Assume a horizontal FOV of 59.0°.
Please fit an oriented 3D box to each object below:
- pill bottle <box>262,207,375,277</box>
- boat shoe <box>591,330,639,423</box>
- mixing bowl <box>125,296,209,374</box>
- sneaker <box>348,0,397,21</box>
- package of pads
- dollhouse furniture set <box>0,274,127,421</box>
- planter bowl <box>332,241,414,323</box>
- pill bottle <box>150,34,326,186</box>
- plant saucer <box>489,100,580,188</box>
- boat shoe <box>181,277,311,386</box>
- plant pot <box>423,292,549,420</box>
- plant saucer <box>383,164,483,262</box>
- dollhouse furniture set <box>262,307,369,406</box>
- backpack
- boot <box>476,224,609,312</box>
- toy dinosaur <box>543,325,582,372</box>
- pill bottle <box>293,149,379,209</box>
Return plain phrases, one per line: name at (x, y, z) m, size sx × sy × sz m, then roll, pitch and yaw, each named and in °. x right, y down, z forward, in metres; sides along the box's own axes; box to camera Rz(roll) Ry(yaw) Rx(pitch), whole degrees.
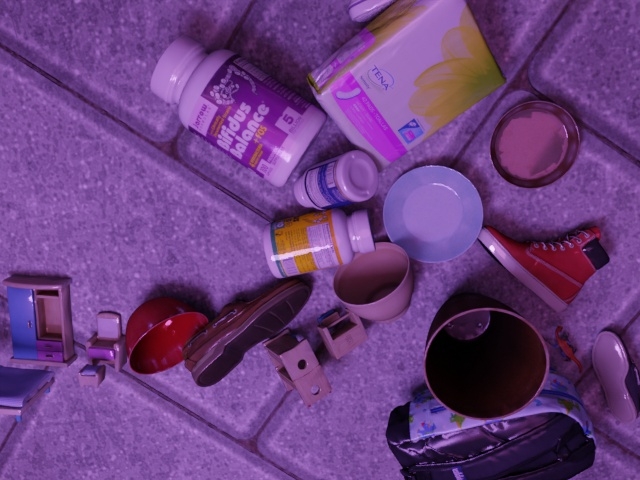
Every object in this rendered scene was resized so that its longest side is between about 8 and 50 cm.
pill bottle at (0.000, 0.000, 1.132) m, size 0.209 × 0.117 × 0.117 m, roll -12°, pitch 103°, yaw 8°
boat shoe at (0.630, 0.278, 1.191) m, size 0.065 × 0.075 × 0.206 m, roll -22°, pitch 99°, yaw -34°
mixing bowl at (-0.341, 0.187, 1.201) m, size 0.098 × 0.181 × 0.181 m, roll 45°, pitch 107°, yaw 30°
sneaker at (0.151, -0.513, 1.003) m, size 0.282 × 0.102 × 0.161 m, roll -30°, pitch 96°, yaw 1°
package of pads at (0.150, -0.292, 1.008) m, size 0.297 × 0.101 × 0.229 m, roll -35°, pitch 130°, yaw 12°
dollhouse furniture set at (-0.592, 0.217, 1.145) m, size 0.287 × 0.303 × 0.198 m, roll 3°, pitch 106°, yaw 4°
planter bowl at (0.119, 0.099, 1.140) m, size 0.162 × 0.162 × 0.109 m, roll -24°, pitch 127°, yaw 11°
pill bottle at (-0.154, -0.245, 1.057) m, size 0.302 × 0.169 × 0.169 m, roll 32°, pitch 105°, yaw -4°
plant saucer at (0.410, -0.184, 1.095) m, size 0.169 × 0.029 × 0.168 m, roll 1°, pitch 104°, yaw 5°
boat shoe at (-0.165, 0.168, 1.191) m, size 0.307 × 0.110 × 0.104 m, roll -38°, pitch 55°, yaw -5°
plant pot at (0.299, 0.191, 1.097) m, size 0.216 × 0.230 × 0.215 m, roll 1°, pitch 104°, yaw 5°
plant saucer at (0.224, -0.053, 1.130) m, size 0.195 × 0.037 × 0.194 m, roll 2°, pitch 99°, yaw 15°
dollhouse furniture set at (-0.001, 0.238, 1.211) m, size 0.184 × 0.129 × 0.128 m, roll -29°, pitch 102°, yaw -19°
backpack at (0.360, 0.392, 1.146) m, size 0.356 × 0.273 × 0.290 m, roll -23°, pitch 110°, yaw 31°
boot at (0.442, 0.007, 1.116) m, size 0.244 × 0.088 × 0.176 m, roll 36°, pitch 103°, yaw -11°
toy dinosaur at (0.511, 0.216, 1.172) m, size 0.047 × 0.090 × 0.082 m, roll -41°, pitch 130°, yaw -2°
pill bottle at (0.023, -0.108, 1.077) m, size 0.094 × 0.169 × 0.094 m, roll 5°, pitch 82°, yaw -35°
